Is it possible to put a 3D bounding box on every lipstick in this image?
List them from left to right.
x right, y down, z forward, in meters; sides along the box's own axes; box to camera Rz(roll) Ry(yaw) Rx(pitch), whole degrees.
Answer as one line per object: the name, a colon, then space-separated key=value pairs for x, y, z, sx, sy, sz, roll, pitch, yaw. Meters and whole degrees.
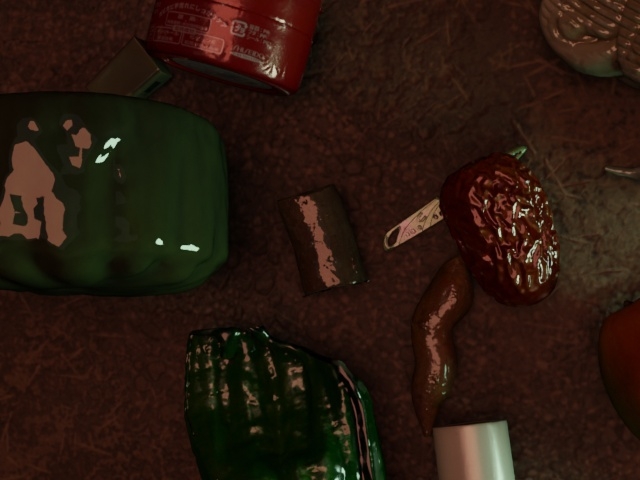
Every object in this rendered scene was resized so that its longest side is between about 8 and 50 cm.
lipstick: x=0.187 y=0.369 z=1.167 sx=0.087 sy=0.087 sz=0.326 roll=-8 pitch=81 yaw=12

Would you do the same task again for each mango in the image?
mango: x=0.417 y=0.184 z=1.122 sx=0.289 sy=0.129 sz=0.146 roll=43 pitch=96 yaw=1

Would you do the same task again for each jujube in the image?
jujube: x=0.208 y=-0.011 z=1.180 sx=0.112 sy=0.109 sz=0.176 roll=-21 pitch=96 yaw=43

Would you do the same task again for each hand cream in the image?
hand cream: x=-0.100 y=-0.249 z=1.204 sx=0.193 sy=0.193 sz=0.125 roll=17 pitch=92 yaw=12

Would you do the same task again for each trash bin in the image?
trash bin: x=-0.242 y=-0.202 z=1.310 sx=0.092 sy=0.043 sz=0.061 roll=-39 pitch=82 yaw=12

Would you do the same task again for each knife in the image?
knife: x=0.159 y=-0.049 z=1.235 sx=0.207 sy=0.014 sz=0.030 roll=-34 pitch=88 yaw=11

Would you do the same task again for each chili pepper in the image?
chili pepper: x=-0.027 y=0.261 z=1.201 sx=0.213 sy=0.167 sz=0.384 roll=-22 pitch=72 yaw=-4

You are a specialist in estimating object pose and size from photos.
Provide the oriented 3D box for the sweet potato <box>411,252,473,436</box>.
sweet potato: x=0.134 y=0.121 z=1.218 sx=0.065 sy=0.051 sz=0.218 roll=12 pitch=91 yaw=10

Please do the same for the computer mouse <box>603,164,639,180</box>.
computer mouse: x=0.504 y=-0.103 z=1.113 sx=0.389 sy=0.115 sz=0.199 roll=-2 pitch=86 yaw=11

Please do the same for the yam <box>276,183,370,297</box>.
yam: x=0.001 y=0.000 z=1.235 sx=0.084 sy=0.084 sz=0.127 roll=-18 pitch=89 yaw=11

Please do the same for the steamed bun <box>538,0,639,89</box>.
steamed bun: x=0.366 y=-0.276 z=1.132 sx=0.211 sy=0.144 sz=0.218 roll=32 pitch=124 yaw=22

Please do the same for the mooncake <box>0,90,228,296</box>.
mooncake: x=-0.279 y=-0.033 z=1.158 sx=0.357 sy=0.356 sz=0.194 roll=-4 pitch=80 yaw=12
